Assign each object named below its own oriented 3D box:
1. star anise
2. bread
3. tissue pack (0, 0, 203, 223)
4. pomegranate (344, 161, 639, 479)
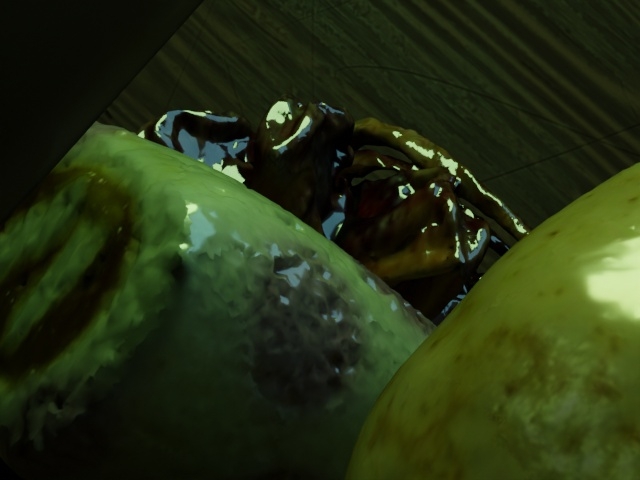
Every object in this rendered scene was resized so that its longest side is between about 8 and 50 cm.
[{"bbox_3d":[0.000,0.000,0.938,0.220,0.125,0.190,24,-38,-7],"label":"star anise"},{"bbox_3d":[-0.004,0.094,0.804,0.338,0.155,0.187,40,-3,-34],"label":"bread"},{"bbox_3d":[-0.219,-0.167,0.618,0.277,0.267,0.387,38,5,-35],"label":"tissue pack"},{"bbox_3d":[0.155,0.124,0.632,0.342,0.342,0.342,42,1,-1],"label":"pomegranate"}]
